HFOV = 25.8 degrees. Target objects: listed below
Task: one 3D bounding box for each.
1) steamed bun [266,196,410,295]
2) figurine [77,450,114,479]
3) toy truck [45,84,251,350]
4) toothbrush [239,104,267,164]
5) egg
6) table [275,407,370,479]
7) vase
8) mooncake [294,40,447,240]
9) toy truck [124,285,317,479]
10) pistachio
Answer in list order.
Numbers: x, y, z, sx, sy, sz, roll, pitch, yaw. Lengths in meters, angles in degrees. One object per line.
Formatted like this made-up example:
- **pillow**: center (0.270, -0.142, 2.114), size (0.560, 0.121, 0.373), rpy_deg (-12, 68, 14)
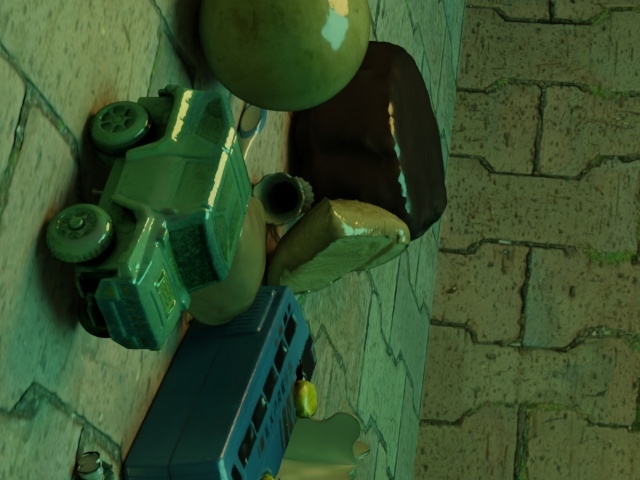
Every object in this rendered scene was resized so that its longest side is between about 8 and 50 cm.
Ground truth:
- **steamed bun**: center (0.028, -0.007, 2.151), size (0.212, 0.231, 0.110), rpy_deg (-6, 68, -39)
- **figurine**: center (-0.234, 0.272, 1.494), size (0.060, 0.047, 0.106), rpy_deg (40, -31, 51)
- **toy truck**: center (-0.170, -0.028, 1.448), size (0.155, 0.156, 0.278), rpy_deg (78, 19, -48)
- **toothbrush**: center (-0.096, -0.180, 1.991), size (0.040, 0.040, 0.386), rpy_deg (68, 26, -61)
- **egg**: center (-0.043, -0.275, 1.797), size (0.295, 0.219, 0.218), rpy_deg (-50, 142, -82)
- **table**: center (-0.037, 0.315, 1.994), size (0.166, 0.198, 0.166), rpy_deg (4, 90, -77)
- **vase**: center (-0.051, -0.065, 2.131), size (0.149, 0.081, 0.081), rpy_deg (-15, 108, -80)
- **mooncake**: center (0.085, -0.160, 2.383), size (0.381, 0.212, 0.350), rpy_deg (35, 54, -71)
- **toy truck**: center (-0.119, 0.221, 1.746), size (0.385, 0.161, 0.162), rpy_deg (-68, 146, -53)
- **pistachio**: center (-0.131, 0.010, 1.707), size (0.152, 0.126, 0.223), rpy_deg (-40, 148, -21)
